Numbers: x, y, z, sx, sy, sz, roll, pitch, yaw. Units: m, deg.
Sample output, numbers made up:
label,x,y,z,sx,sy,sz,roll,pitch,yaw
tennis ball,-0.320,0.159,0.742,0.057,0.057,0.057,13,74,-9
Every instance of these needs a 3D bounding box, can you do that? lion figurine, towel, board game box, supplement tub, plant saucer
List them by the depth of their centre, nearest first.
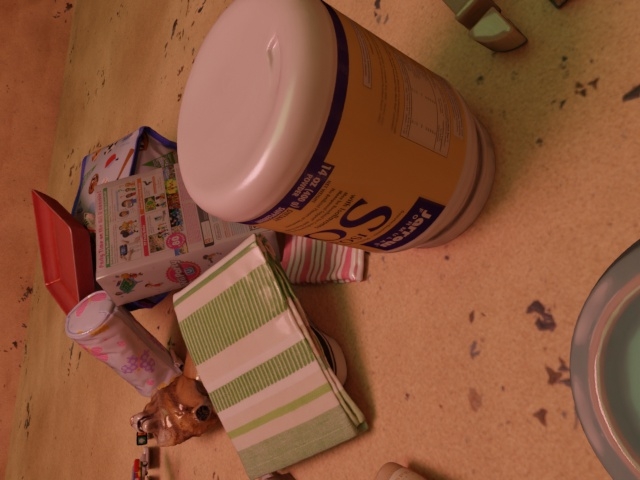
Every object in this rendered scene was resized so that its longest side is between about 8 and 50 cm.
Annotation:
label,x,y,z,sx,sy,sz,roll,pitch,yaw
supplement tub,0.030,-0.114,0.585,0.241,0.331,0.241,-15,69,46
towel,-0.097,0.183,0.767,0.247,0.038,0.325,-34,80,29
towel,0.000,0.000,0.823,0.197,0.029,0.144,-7,76,47
board game box,-0.248,-0.035,0.914,0.098,0.303,0.224,83,170,-53
lion figurine,-0.219,0.220,0.962,0.240,0.142,0.392,5,70,56
plant saucer,-0.564,0.041,1.101,0.258,0.047,0.259,29,122,40

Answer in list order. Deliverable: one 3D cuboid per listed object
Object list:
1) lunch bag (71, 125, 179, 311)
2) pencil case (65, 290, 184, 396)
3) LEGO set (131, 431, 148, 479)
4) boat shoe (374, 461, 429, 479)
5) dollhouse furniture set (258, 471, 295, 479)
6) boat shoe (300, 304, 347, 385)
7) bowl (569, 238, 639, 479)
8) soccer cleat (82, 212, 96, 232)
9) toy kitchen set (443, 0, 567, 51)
label,x,y,z,sx,sy,sz,roll,pitch,yaw
lunch bag,-0.441,-0.023,1.175,0.327,0.238,0.386,-10,67,45
pencil case,-0.406,0.224,1.047,0.124,0.273,0.114,-4,46,27
LEGO set,-0.394,0.474,1.069,0.244,0.060,0.183,129,137,-62
boat shoe,0.074,0.425,0.584,0.098,0.109,0.303,6,79,54
dollhouse furniture set,-0.214,0.491,0.738,0.198,0.303,0.287,13,91,48
boat shoe,-0.041,0.161,0.798,0.219,0.070,0.078,42,112,45
bowl,0.312,0.102,0.345,0.311,0.163,0.312,-13,72,45
soccer cleat,-0.477,-0.037,1.036,0.083,0.029,0.036,16,110,47
toy kitchen set,0.226,-0.354,0.615,0.166,0.122,0.207,-44,71,32
